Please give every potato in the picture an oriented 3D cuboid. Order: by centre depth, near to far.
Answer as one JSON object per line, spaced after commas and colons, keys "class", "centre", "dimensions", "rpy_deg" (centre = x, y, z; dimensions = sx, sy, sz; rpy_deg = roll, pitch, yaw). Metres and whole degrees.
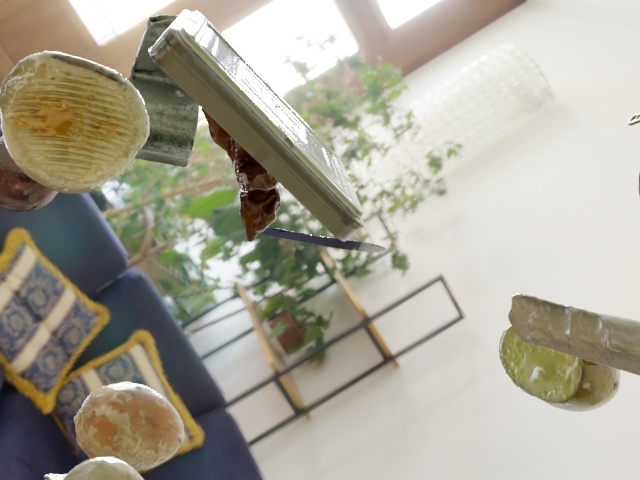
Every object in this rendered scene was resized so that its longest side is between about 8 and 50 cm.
{"class": "potato", "centre": [0.372, 0.186, 1.338], "dimensions": [0.298, 0.176, 0.141], "rpy_deg": [123, -22, -88]}

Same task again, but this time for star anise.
{"class": "star anise", "centre": [-0.096, -0.112, 1.238], "dimensions": [0.196, 0.111, 0.212], "rpy_deg": [56, 21, -34]}

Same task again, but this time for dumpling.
{"class": "dumpling", "centre": [-0.321, 0.390, 1.261], "dimensions": [0.199, 0.118, 0.136], "rpy_deg": [16, 11, 0]}

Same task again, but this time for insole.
{"class": "insole", "centre": [0.000, -0.001, 1.476], "dimensions": [0.080, 0.232, 0.003], "rpy_deg": [137, -39, -73]}

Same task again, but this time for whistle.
{"class": "whistle", "centre": [-0.357, -0.337, 1.956], "dimensions": [0.188, 0.168, 0.404], "rpy_deg": [-106, -150, -57]}

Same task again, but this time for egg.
{"class": "egg", "centre": [-0.408, 0.402, 1.833], "dimensions": [0.195, 0.233, 0.194], "rpy_deg": [-176, -90, -83]}

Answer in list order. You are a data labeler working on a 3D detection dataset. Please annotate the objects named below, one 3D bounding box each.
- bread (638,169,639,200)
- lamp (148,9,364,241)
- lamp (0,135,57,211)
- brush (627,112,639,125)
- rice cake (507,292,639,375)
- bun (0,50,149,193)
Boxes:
{"class": "bread", "centre": [0.568, -0.060, 1.245], "dimensions": [0.230, 0.123, 0.229], "rpy_deg": [163, -90, -81]}
{"class": "lamp", "centre": [-0.064, -0.131, 0.916], "dimensions": [0.266, 0.047, 0.269], "rpy_deg": [45, 10, -17]}
{"class": "lamp", "centre": [-0.571, -0.122, 1.622], "dimensions": [0.157, 0.156, 0.135], "rpy_deg": [40, -36, 7]}
{"class": "brush", "centre": [0.674, -0.255, 1.638], "dimensions": [0.010, 0.082, 0.218], "rpy_deg": [44, -26, -14]}
{"class": "rice cake", "centre": [0.286, 0.096, 0.826], "dimensions": [0.256, 0.052, 0.057], "rpy_deg": [13, -32, 55]}
{"class": "bun", "centre": [-0.407, -0.200, 1.426], "dimensions": [0.243, 0.244, 0.153], "rpy_deg": [59, -9, -20]}
